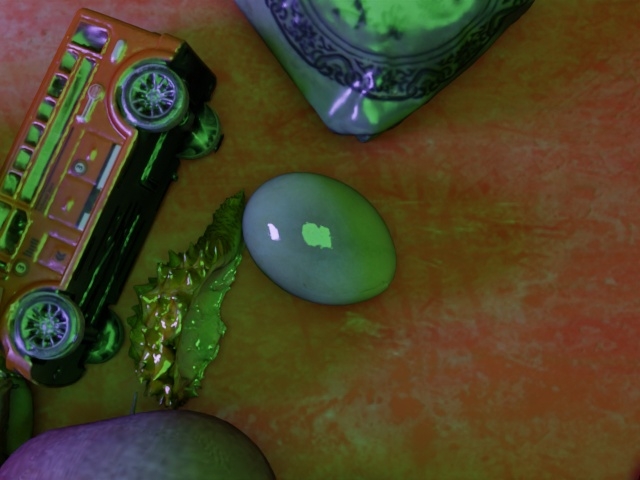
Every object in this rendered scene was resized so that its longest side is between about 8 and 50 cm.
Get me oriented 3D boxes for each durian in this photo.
[{"bbox_3d":[-0.128,0.045,1.103,0.078,0.140,0.224,13,66,16],"label":"durian"}]

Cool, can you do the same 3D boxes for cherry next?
[{"bbox_3d":[-0.155,0.271,0.974,0.261,0.221,0.307,-8,70,1],"label":"cherry"}]

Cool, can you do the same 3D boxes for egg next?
[{"bbox_3d":[0.000,0.000,1.095,0.152,0.114,0.114,32,86,-2],"label":"egg"}]

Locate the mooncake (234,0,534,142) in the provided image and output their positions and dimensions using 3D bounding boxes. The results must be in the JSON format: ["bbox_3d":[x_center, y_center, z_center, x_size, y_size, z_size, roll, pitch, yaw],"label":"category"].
[{"bbox_3d":[0.052,-0.250,1.105,0.254,0.136,0.250,-39,91,-3],"label":"mooncake"}]

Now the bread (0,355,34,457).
[{"bbox_3d":[-0.335,0.217,1.094,0.128,0.088,0.231,6,91,8],"label":"bread"}]

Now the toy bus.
[{"bbox_3d":[-0.218,-0.035,1.087,0.153,0.143,0.329,23,87,11],"label":"toy bus"}]

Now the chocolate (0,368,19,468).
[{"bbox_3d":[-0.328,0.267,1.030,0.103,0.065,0.329,8,101,-2],"label":"chocolate"}]

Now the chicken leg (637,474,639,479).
[{"bbox_3d":[0.345,0.246,1.107,0.105,0.063,0.233,31,85,-3],"label":"chicken leg"}]
